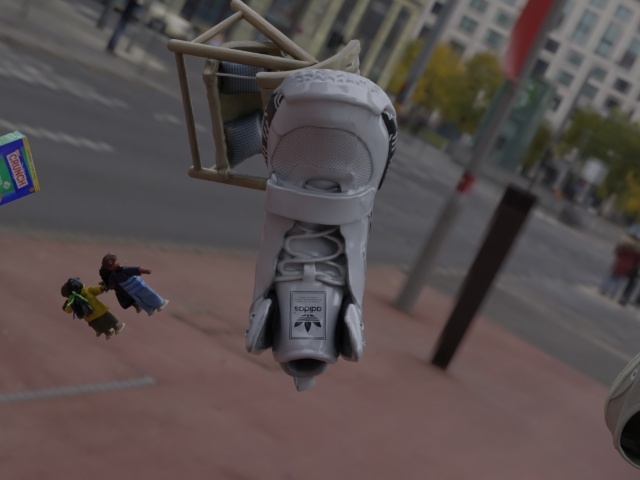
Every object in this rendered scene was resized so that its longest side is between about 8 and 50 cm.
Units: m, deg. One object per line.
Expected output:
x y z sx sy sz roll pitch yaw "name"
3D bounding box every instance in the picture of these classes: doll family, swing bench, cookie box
-0.303 0.074 2.077 0.111 0.193 0.076 51 27 -19 "doll family"
-0.071 -0.190 2.184 0.255 0.253 0.165 25 49 32 "swing bench"
-0.472 -0.099 2.124 0.107 0.091 0.040 -24 32 -26 "cookie box"

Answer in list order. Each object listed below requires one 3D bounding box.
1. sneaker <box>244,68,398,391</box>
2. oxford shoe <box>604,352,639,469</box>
0.000 0.000 1.478 0.137 0.210 0.366 5 -32 -3 "sneaker"
0.487 0.126 1.767 0.169 0.449 0.130 21 36 -8 "oxford shoe"
